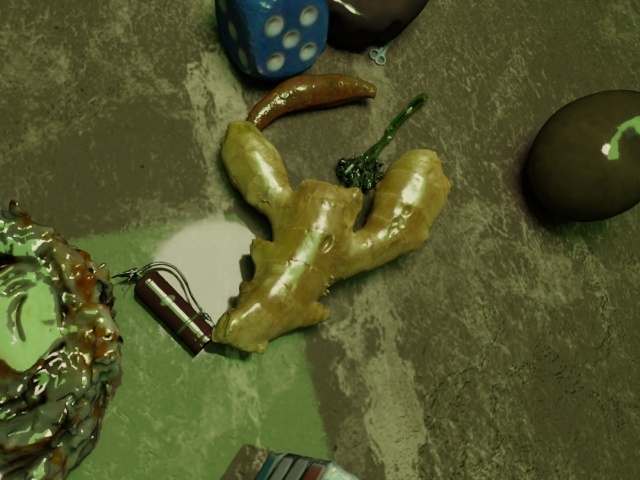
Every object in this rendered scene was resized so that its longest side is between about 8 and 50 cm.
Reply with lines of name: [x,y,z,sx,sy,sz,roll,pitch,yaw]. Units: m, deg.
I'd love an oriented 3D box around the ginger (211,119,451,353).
ginger: [0.010,0.006,0.856,0.362,0.122,0.349,10,76,-13]

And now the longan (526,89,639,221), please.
longan: [0.486,-0.148,0.991,0.248,0.248,0.248,6,72,-17]

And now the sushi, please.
sushi: [-0.426,0.128,0.634,0.417,0.176,0.418,6,72,-17]

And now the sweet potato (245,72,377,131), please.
sweet potato: [-0.026,-0.239,0.952,0.255,0.058,0.078,-23,101,-19]

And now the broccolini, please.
broccolini: [0.122,-0.180,0.986,0.254,0.057,0.071,-50,137,-22]

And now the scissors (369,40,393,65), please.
scissors: [0.122,-0.362,1.067,0.036,0.006,0.083,41,65,-5]

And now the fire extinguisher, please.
fire extinguisher: [-0.208,0.085,0.796,0.157,0.045,0.078,45,55,0]

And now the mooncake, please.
mooncake: [0.064,-0.486,1.013,0.282,0.141,0.283,3,82,-19]

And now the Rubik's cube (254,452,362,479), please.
Rubik's cube: [0.006,0.425,0.648,0.256,0.253,0.259,37,67,-4]

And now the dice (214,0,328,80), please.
dice: [-0.078,-0.355,0.905,0.143,0.146,0.146,-26,57,-20]
